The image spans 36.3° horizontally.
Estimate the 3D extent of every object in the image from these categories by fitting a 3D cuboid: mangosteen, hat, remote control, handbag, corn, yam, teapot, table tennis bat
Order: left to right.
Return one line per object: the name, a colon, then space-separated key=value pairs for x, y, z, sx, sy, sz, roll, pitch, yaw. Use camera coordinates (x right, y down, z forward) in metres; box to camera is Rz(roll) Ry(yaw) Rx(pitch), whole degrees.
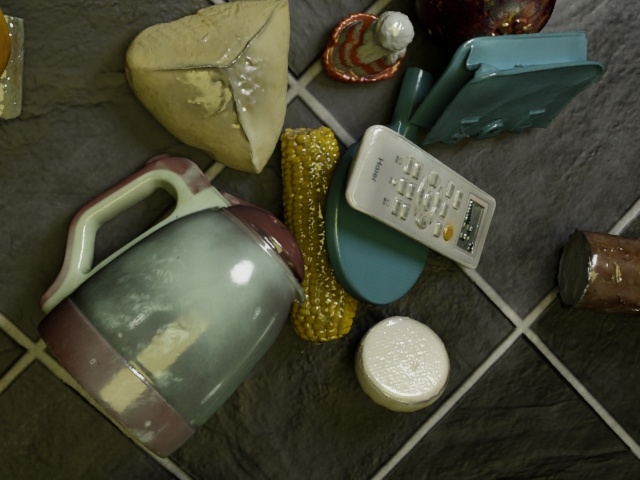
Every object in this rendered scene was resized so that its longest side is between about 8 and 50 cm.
yam: x=-0.395 y=-0.217 z=1.208 sx=0.054 sy=0.054 sz=0.132 roll=3 pitch=98 yaw=-15
teapot: x=-0.189 y=0.057 z=1.243 sx=0.312 sy=0.233 sz=0.315 roll=-43 pitch=79 yaw=-10
corn: x=0.000 y=0.000 z=1.324 sx=0.101 sy=0.101 sz=0.310 roll=-4 pitch=99 yaw=-14
hat: x=0.072 y=-0.253 z=1.263 sx=0.112 sy=0.162 sz=0.094 roll=-9 pitch=99 yaw=-17
table tennis bat: x=0.097 y=-0.074 z=1.324 sx=0.215 sy=0.044 sz=0.329 roll=21 pitch=79 yaw=-44
remote control: x=0.133 y=-0.053 z=1.305 sx=0.313 sy=0.055 sz=0.109 roll=25 pitch=80 yaw=-49
mangosteen: x=0.207 y=-0.350 z=1.283 sx=0.192 sy=0.192 sz=0.217 roll=-16 pitch=72 yaw=-11
handbag: x=0.246 y=-0.195 z=1.298 sx=0.229 sy=0.179 sz=0.062 roll=-10 pitch=63 yaw=-30
yam: x=0.485 y=0.057 z=1.444 sx=0.279 sy=0.131 sz=0.131 roll=8 pitch=98 yaw=-17

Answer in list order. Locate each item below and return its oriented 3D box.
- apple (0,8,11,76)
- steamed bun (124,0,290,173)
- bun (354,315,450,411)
apple: x=-0.466 y=-0.246 z=1.097 sx=0.207 sy=0.237 sz=0.237 roll=-15 pitch=104 yaw=-31
steamed bun: x=-0.142 y=-0.203 z=1.247 sx=0.212 sy=0.110 sz=0.231 roll=2 pitch=97 yaw=-14
bun: x=0.108 y=0.183 z=1.387 sx=0.138 sy=0.094 sz=0.138 roll=9 pitch=60 yaw=-16
